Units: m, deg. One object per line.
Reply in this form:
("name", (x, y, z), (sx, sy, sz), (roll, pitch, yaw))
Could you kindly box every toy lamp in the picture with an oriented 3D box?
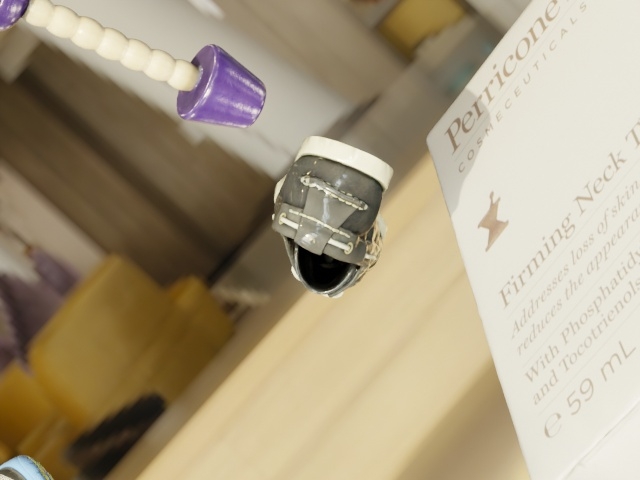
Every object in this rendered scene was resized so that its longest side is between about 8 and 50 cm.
("toy lamp", (-0.177, -0.174, 1.829), (0.080, 0.274, 0.080), (-43, 36, 43))

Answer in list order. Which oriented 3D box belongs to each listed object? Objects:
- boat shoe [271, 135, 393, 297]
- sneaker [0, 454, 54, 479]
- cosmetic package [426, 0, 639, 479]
("boat shoe", (0.000, 0.000, 1.341), (0.233, 0.084, 0.079), (95, -169, -76))
("sneaker", (-0.246, 0.287, 1.795), (0.078, 0.188, 0.067), (-33, -9, 1))
("cosmetic package", (0.325, -0.013, 1.424), (0.329, 0.327, 0.394), (-53, 31, 30))
